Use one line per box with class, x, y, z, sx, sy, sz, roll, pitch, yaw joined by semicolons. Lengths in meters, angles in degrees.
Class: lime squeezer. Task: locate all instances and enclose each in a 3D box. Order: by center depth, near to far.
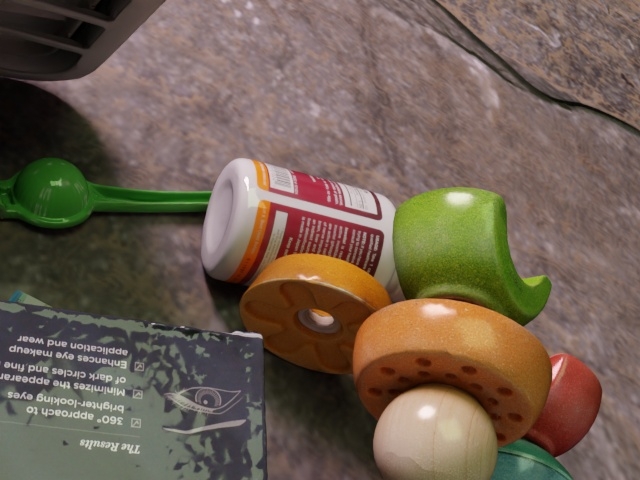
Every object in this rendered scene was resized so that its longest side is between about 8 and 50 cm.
lime squeezer;-0.179;-0.059;0.615;0.059;0.110;0.310;41;4;41

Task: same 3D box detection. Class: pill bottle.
pill bottle;0.000;0.000;0.675;0.152;0.086;0.086;14;42;-21

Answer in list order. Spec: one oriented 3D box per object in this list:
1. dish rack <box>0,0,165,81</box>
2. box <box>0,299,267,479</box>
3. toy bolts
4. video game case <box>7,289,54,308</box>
dish rack;-0.263;-0.180;0.543;0.333;0.286;0.072;5;81;-28
box;-0.111;0.122;0.448;0.156;0.093;0.158;11;52;-19
toy bolts;0.056;0.114;0.564;0.228;0.218;0.158;49;44;-33
video game case;-0.124;0.106;0.538;0.166;0.015;0.119;28;40;-5
